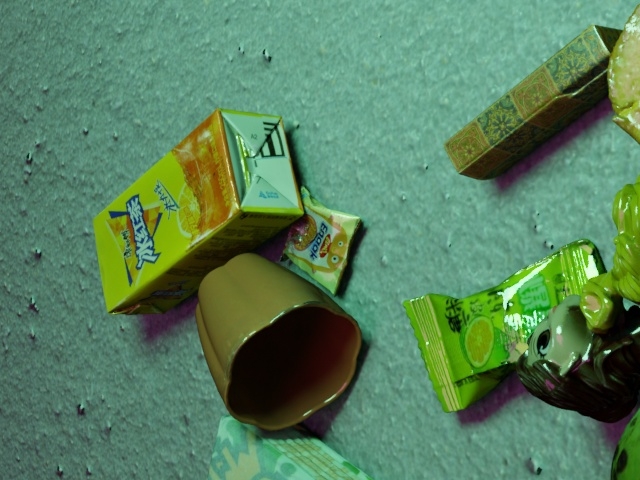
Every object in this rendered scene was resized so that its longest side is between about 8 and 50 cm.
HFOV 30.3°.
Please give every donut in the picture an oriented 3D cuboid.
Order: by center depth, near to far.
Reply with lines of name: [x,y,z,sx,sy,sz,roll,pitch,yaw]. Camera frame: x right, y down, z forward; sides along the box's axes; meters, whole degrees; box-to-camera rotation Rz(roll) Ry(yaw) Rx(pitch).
donut: [0.369,-0.149,1.106,0.190,0.075,0.174,30,112,32]

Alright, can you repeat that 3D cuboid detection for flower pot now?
flower pot: [-0.070,0.113,1.480,0.173,0.191,0.190,46,121,46]

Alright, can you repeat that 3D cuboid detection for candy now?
candy: [0.201,0.102,1.282,0.246,0.069,0.149,-24,71,41]

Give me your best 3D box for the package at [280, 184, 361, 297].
package: [-0.001,-0.001,1.507,0.121,0.031,0.108,31,112,40]

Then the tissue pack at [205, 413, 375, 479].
tissue pack: [-0.020,0.376,1.466,0.311,0.128,0.228,30,111,42]

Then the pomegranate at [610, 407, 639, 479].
pomegranate: [0.393,0.192,0.988,0.306,0.242,0.242,-45,60,24]

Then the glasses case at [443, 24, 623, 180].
glasses case: [0.233,-0.140,1.241,0.218,0.075,0.049,-39,67,38]

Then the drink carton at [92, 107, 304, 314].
drink carton: [-0.177,-0.029,1.603,0.351,0.111,0.154,-34,62,44]

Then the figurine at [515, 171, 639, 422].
figurine: [0.279,0.052,1.074,0.315,0.168,0.187,124,153,-48]
